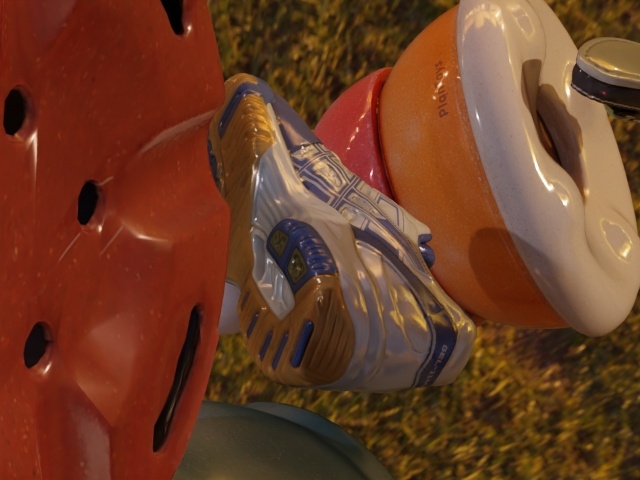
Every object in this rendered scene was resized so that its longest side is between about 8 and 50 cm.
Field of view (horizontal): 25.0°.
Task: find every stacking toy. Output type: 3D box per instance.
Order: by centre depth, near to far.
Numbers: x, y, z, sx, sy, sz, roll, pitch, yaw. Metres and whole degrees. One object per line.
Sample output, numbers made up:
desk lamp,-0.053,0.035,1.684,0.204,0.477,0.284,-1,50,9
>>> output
stacking toy,0.043,-0.025,1.421,0.480,0.351,0.350,-18,73,25

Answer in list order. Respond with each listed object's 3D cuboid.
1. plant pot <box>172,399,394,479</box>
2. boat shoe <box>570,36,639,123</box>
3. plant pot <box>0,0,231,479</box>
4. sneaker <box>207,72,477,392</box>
plant pot,-0.060,0.210,0.821,0.293,0.293,0.196,48,37,7
boat shoe,0.296,-0.136,1.300,0.228,0.068,0.081,-6,45,-45
plant pot,-0.181,-0.011,0.383,0.265,0.272,0.272,5,70,20
sneaker,0.000,0.000,0.935,0.131,0.112,0.296,11,33,-28
